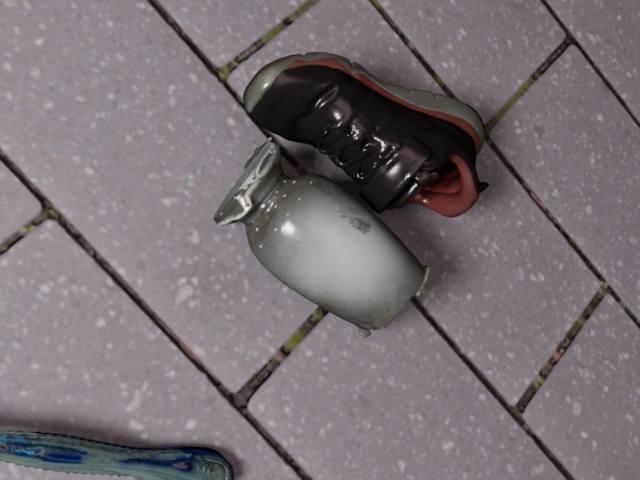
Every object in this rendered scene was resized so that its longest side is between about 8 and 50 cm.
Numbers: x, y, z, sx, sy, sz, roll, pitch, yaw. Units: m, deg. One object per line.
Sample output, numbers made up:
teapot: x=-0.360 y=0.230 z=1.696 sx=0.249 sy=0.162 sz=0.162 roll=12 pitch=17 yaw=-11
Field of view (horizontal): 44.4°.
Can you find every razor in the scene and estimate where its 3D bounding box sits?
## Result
razor: x=-0.219 y=0.179 z=0.655 sx=0.324 sy=0.056 sz=0.093 roll=15 pitch=71 yaw=-22

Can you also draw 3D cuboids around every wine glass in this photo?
wine glass: x=0.000 y=0.000 z=0.765 sx=0.204 sy=0.111 sz=0.111 roll=39 pitch=65 yaw=-12

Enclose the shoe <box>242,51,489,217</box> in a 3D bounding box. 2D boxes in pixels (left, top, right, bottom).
shoe: x=0.053 y=-0.091 z=0.795 sx=0.291 sy=0.114 sz=0.137 roll=13 pitch=53 yaw=-28
